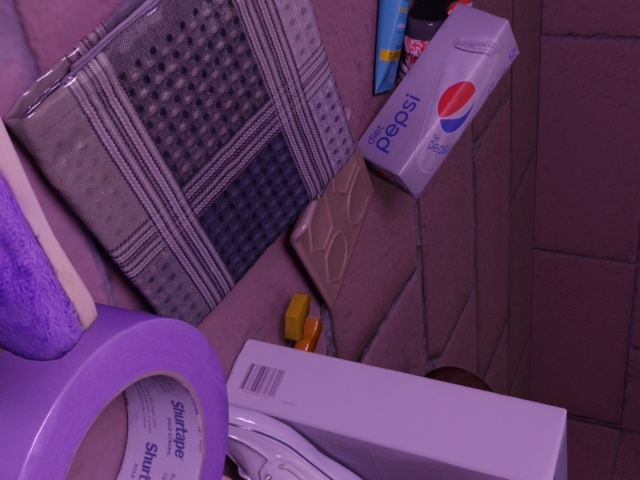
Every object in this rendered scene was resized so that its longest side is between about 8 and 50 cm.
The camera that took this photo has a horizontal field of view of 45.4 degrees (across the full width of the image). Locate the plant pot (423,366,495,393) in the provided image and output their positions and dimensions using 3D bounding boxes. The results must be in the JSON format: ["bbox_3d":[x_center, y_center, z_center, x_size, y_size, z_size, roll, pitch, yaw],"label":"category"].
[{"bbox_3d":[0.206,0.379,1.451,0.230,0.215,0.215,-18,114,-47],"label":"plant pot"}]

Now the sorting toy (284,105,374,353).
[{"bbox_3d":[0.000,0.000,1.042,0.229,0.041,0.307,69,37,-57],"label":"sorting toy"}]

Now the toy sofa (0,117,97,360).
[{"bbox_3d":[-0.248,-0.052,0.305,0.150,0.177,0.362,-56,146,-46],"label":"toy sofa"}]

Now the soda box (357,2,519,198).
[{"bbox_3d":[0.179,-0.213,1.165,0.286,0.098,0.091,-54,147,-3],"label":"soda box"}]

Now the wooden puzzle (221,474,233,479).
[{"bbox_3d":[-0.078,0.452,0.736,0.322,0.080,0.348,46,44,-7],"label":"wooden puzzle"}]

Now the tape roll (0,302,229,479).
[{"bbox_3d":[-0.184,0.192,0.629,0.275,0.090,0.274,9,90,-66],"label":"tape roll"}]

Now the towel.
[{"bbox_3d":[-0.099,-0.102,0.709,0.312,0.056,0.324,-49,145,-23],"label":"towel"}]

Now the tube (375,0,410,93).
[{"bbox_3d":[0.108,-0.332,1.172,0.080,0.052,0.207,-26,126,-56],"label":"tube"}]

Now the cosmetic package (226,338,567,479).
[{"bbox_3d":[0.099,0.261,0.925,0.284,0.378,0.097,70,37,-48],"label":"cosmetic package"}]

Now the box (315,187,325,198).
[{"bbox_3d":[-0.039,-0.121,0.886,0.169,0.059,0.054,66,38,-50],"label":"box"}]

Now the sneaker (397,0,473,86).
[{"bbox_3d":[0.194,-0.341,1.312,0.270,0.090,0.144,-56,156,-53],"label":"sneaker"}]

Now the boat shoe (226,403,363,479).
[{"bbox_3d":[-0.044,0.259,0.853,0.226,0.083,0.075,33,54,-18],"label":"boat shoe"}]
